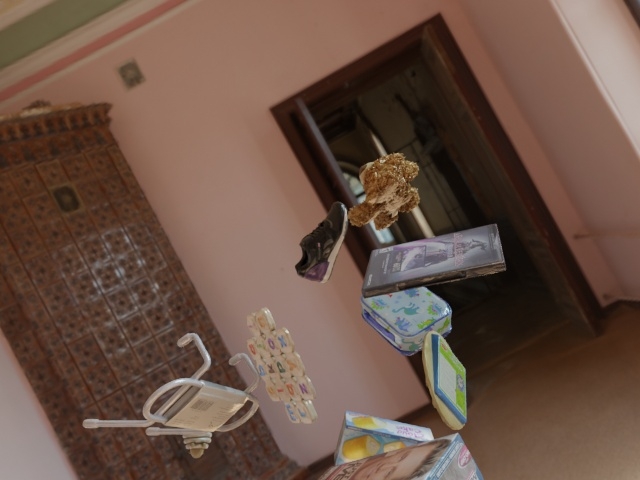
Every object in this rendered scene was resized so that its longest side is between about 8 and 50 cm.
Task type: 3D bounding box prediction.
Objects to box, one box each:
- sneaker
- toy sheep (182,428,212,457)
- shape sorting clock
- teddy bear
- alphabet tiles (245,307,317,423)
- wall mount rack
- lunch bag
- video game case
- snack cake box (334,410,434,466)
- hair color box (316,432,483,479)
[{"bbox_3d":[0.000,0.000,2.053,0.124,0.283,0.107,15,5,-23],"label":"sneaker"},{"bbox_3d":[-0.352,0.554,1.757,0.091,0.132,0.091,1,-24,0],"label":"toy sheep"},{"bbox_3d":[0.258,0.290,1.282,0.040,0.206,0.206,-18,3,29],"label":"shape sorting clock"},{"bbox_3d":[0.181,-0.137,1.724,0.245,0.113,0.338,-44,-23,19],"label":"teddy bear"},{"bbox_3d":[-0.095,0.296,1.445,0.021,0.284,0.278,-23,-5,-29],"label":"alphabet tiles"},{"bbox_3d":[-0.299,0.344,1.292,0.304,0.130,0.350,-43,-32,4],"label":"wall mount rack"},{"bbox_3d":[0.217,0.191,1.604,0.176,0.090,0.219,-26,40,-24],"label":"lunch bag"},{"bbox_3d":[0.227,0.039,1.244,0.274,0.026,0.196,-14,19,17],"label":"video game case"},{"bbox_3d":[0.184,0.610,1.794,0.264,0.152,0.089,12,11,-2],"label":"snack cake box"},{"bbox_3d":[0.118,0.491,1.182,0.347,0.105,0.174,-30,-3,36],"label":"hair color box"}]
